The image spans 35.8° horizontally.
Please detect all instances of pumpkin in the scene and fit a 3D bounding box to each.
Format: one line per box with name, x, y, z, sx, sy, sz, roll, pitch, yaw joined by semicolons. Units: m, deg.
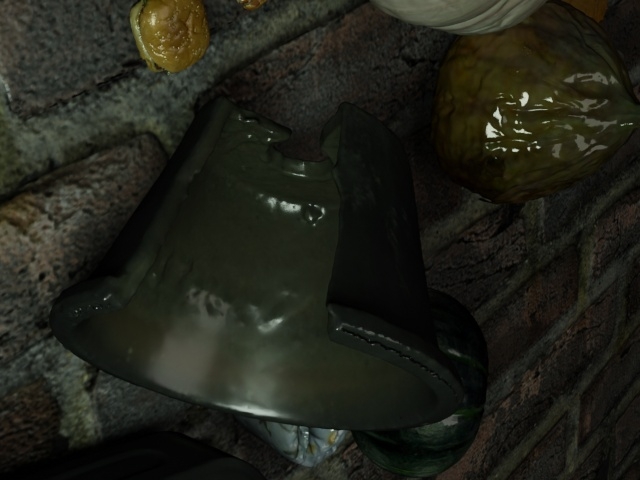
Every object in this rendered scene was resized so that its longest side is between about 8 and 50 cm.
pumpkin;0.107;0.179;1.272;0.250;0.216;0.250;0;90;-80

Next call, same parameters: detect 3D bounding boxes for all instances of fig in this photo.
fig;0.324;-0.161;1.269;0.286;0.368;0.286;-15;114;-37

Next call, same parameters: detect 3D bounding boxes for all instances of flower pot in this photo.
flower pot;-0.040;0.022;0.955;0.379;0.379;0.251;43;50;-51

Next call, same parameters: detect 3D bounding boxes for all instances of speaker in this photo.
speaker;-0.213;0.251;0.925;0.388;0.180;0.184;-9;107;-49

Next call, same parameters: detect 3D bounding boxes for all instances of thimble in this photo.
thimble;-0.032;0.175;1.162;0.127;0.117;0.151;-16;120;-44

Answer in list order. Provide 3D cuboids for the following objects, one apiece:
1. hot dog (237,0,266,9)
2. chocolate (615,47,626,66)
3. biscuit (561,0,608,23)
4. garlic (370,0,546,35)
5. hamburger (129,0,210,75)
hot dog;-0.057;-0.268;1.015;0.083;0.021;0.037;-43;115;-27
chocolate;0.430;-0.226;1.596;0.261;0.083;0.161;-22;120;-44
biscuit;0.392;-0.424;1.519;0.237;0.013;0.232;-30;128;-42
garlic;0.159;-0.366;1.049;0.317;0.259;0.318;-28;126;-48
hamburger;-0.138;-0.199;0.925;0.076;0.044;0.083;-47;134;-30
